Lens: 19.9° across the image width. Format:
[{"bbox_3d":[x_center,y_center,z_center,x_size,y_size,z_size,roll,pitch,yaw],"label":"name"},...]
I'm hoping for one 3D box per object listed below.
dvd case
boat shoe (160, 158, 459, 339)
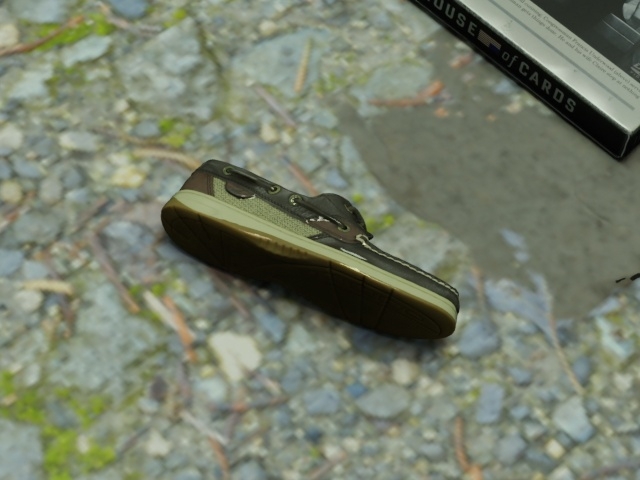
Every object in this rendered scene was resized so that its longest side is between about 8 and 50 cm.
[{"bbox_3d":[0.173,-0.170,1.023,0.179,0.029,0.239,40,62,17],"label":"dvd case"},{"bbox_3d":[0.000,0.000,0.875,0.152,0.056,0.049,23,63,8],"label":"boat shoe"}]
